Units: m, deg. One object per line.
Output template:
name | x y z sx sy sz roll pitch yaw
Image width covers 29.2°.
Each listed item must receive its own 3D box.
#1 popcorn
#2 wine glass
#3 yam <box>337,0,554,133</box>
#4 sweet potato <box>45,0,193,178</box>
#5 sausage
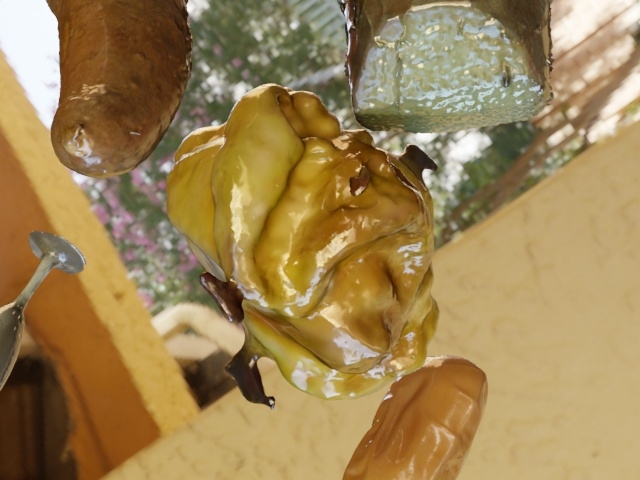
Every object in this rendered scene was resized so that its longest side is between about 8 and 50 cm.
popcorn | 0.000 0.000 1.119 0.297 0.281 0.316 52 161 -7
wine glass | -0.288 0.083 1.118 0.066 0.066 0.198 48 -130 -28
yam | 0.100 -0.225 1.105 0.201 0.202 0.271 43 -142 -59
sweet potato | -0.140 -0.169 0.789 0.092 0.114 0.341 106 150 -45
sausage | 0.114 0.244 1.468 0.120 0.241 0.136 32 158 -1
